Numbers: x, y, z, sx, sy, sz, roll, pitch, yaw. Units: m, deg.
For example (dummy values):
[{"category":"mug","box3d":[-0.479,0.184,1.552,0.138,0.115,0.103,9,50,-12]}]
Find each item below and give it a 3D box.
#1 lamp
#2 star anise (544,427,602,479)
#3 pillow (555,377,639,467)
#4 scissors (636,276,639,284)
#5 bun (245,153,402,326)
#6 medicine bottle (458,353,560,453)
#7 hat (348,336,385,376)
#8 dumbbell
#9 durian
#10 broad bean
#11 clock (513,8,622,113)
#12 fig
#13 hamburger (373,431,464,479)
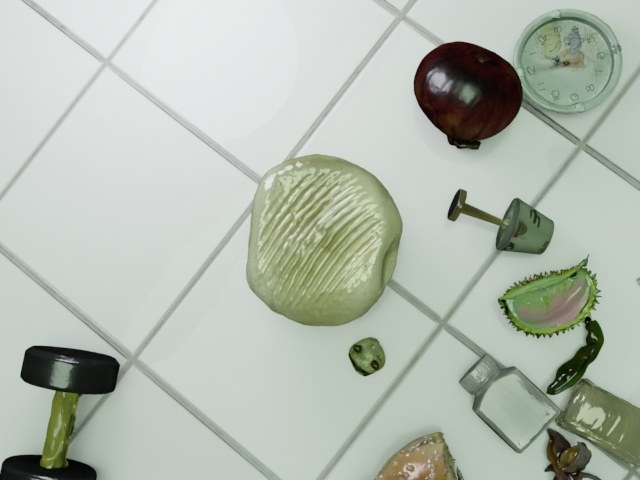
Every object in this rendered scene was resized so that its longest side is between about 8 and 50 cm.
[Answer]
[{"category":"lamp","box3d":[0.385,-0.042,1.744,0.214,0.121,0.121,22,87,-4]},{"category":"star anise","box3d":[0.589,0.494,1.688,0.227,0.148,0.219,12,50,-19]},{"category":"pillow","box3d":[0.607,0.381,1.712,0.208,0.053,0.119,28,84,8]},{"category":"scissors","box3d":[0.748,0.162,1.736,0.110,0.021,0.212,-38,82,-1]},{"category":"bun","box3d":[0.000,0.000,1.731,0.352,0.227,0.349,43,90,6]},{"category":"medicine bottle","box3d":[0.390,0.336,1.723,0.188,0.088,0.132,44,90,9]},{"category":"hat","box3d":[0.102,0.252,1.780,0.076,0.059,0.077,-26,77,-2]},{"category":"dumbbell","box3d":[-0.565,0.401,1.764,0.203,0.204,0.323,10,85,7]},{"category":"durian","box3d":[0.489,0.128,1.733,0.220,0.095,0.137,-23,93,0]},{"category":"broad bean","box3d":[0.550,0.253,1.735,0.061,0.046,0.195,25,79,28]},{"category":"clock","box3d":[0.542,-0.390,1.799,0.236,0.053,0.237,0,86,6]},{"category":"fig","box3d":[0.308,-0.310,1.741,0.214,0.235,0.235,-38,79,39]},{"category":"hamburger","box3d":[0.170,0.634,1.637,0.286,0.268,0.446,-11,84,9]}]
